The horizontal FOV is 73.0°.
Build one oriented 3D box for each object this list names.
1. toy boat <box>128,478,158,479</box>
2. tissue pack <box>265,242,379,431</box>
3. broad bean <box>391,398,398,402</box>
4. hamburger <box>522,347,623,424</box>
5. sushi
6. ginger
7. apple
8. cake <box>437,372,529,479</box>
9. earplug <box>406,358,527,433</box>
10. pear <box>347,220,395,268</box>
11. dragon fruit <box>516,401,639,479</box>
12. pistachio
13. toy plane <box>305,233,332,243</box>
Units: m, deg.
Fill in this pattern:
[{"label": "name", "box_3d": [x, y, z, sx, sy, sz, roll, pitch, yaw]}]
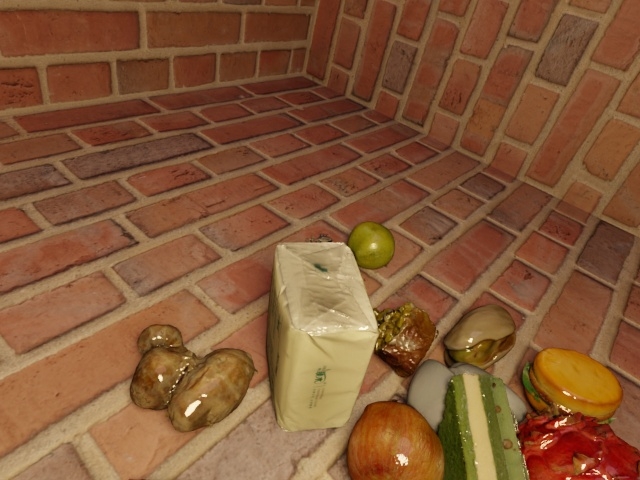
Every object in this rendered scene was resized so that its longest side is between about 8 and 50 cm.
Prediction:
[{"label": "toy boat", "box_3d": [-0.295, 0.505, 0.847, 0.173, 0.069, 0.058, 8, 57, -7]}, {"label": "tissue pack", "box_3d": [-0.016, 0.231, 1.045, 0.207, 0.380, 0.297, -1, 40, -14]}, {"label": "broad bean", "box_3d": [0.248, 0.488, 1.082, 0.069, 0.039, 0.227, -9, 41, -37]}, {"label": "hamburger", "box_3d": [0.690, 0.426, 1.209, 0.246, 0.169, 0.246, 6, 25, -3]}, {"label": "sushi", "box_3d": [0.230, 0.272, 1.274, 0.179, 0.167, 0.296, 42, 46, -1]}, {"label": "ginger", "box_3d": [-0.319, 0.314, 1.014, 0.304, 0.155, 0.244, 22, 38, 8]}, {"label": "apple", "box_3d": [0.161, 0.464, 0.936, 0.211, 0.211, 0.188, 22, 37, 10]}, {"label": "cake", "box_3d": [0.337, 0.458, 0.984, 0.158, 0.172, 0.283, 7, 63, -15]}, {"label": "earplug", "box_3d": [0.372, 0.405, 1.113, 0.326, 0.174, 0.214, 12, -3, -23]}, {"label": "pear", "box_3d": [0.166, 0.027, 1.581, 0.216, 0.166, 0.180, -26, 62, -14]}, {"label": "dragon fruit", "box_3d": [0.574, 0.533, 0.947, 0.278, 0.277, 0.342, -3, 44, -23]}, {"label": "pistachio", "box_3d": [0.482, 0.291, 1.324, 0.288, 0.166, 0.197, -14, 7, -35]}, {"label": "toy plane", "box_3d": [0.000, 0.000, 1.651, 0.121, 0.031, 0.049, 6, 45, -16]}]
